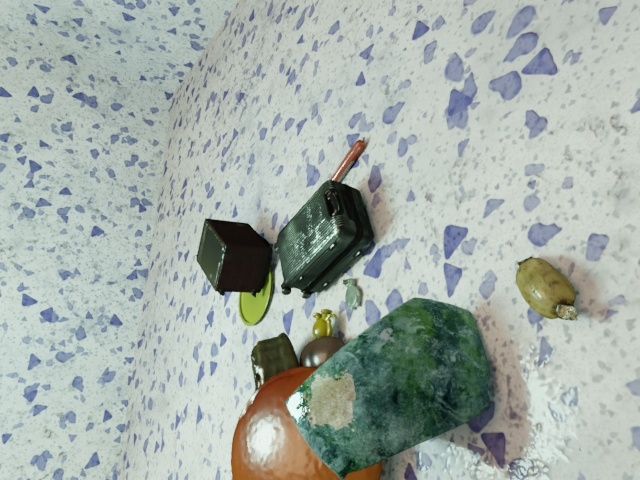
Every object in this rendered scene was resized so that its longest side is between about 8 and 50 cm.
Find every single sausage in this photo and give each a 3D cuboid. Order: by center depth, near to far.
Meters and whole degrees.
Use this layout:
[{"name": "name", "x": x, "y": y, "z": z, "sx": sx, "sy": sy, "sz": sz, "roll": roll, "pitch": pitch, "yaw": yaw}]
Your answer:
[{"name": "sausage", "x": 0.055, "y": -0.191, "z": 1.424, "sx": 0.253, "sy": 0.034, "sz": 0.034, "roll": -54, "pitch": 38, "yaw": 30}]

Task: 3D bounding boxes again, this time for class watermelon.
[{"name": "watermelon", "x": 0.143, "y": 0.279, "z": 0.948, "sx": 0.229, "sy": 0.387, "sz": 0.258, "roll": 57, "pitch": 171, "yaw": 22}]

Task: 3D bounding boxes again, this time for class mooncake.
[{"name": "mooncake", "x": -0.117, "y": 0.363, "z": 1.310, "sx": 0.228, "sy": 0.124, "sz": 0.229, "roll": 168, "pitch": 90, "yaw": -79}]

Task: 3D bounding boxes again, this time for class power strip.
[{"name": "power strip", "x": 0.075, "y": 0.133, "z": 1.260, "sx": 0.055, "sy": 0.035, "sz": 0.083, "roll": -40, "pitch": 48, "yaw": 42}]

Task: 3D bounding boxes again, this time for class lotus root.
[{"name": "lotus root", "x": 0.364, "y": 0.080, "z": 0.814, "sx": 0.072, "sy": 0.063, "sz": 0.152, "roll": -50, "pitch": 35, "yaw": 18}]

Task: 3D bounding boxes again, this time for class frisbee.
[{"name": "frisbee", "x": -0.221, "y": 0.173, "z": 1.709, "sx": 0.236, "sy": 0.017, "sz": 0.236, "roll": -28, "pitch": 55, "yaw": 49}]

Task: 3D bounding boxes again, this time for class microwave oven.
[{"name": "microwave oven", "x": -0.288, "y": 0.053, "z": 1.680, "sx": 0.247, "sy": 0.188, "sz": 0.178, "roll": 40, "pitch": 116, "yaw": 51}]

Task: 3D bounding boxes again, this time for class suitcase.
[{"name": "suitcase", "x": 0.000, "y": 0.000, "z": 1.339, "sx": 0.312, "sy": 0.128, "sz": 0.202, "roll": -47, "pitch": 41, "yaw": 36}]

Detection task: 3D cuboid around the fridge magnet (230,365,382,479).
[{"name": "fridge magnet", "x": -0.034, "y": 0.458, "z": 1.086, "sx": 0.363, "sy": 0.155, "sz": 0.364, "roll": -10, "pitch": 66, "yaw": 24}]

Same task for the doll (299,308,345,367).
[{"name": "doll", "x": 0.015, "y": 0.265, "z": 1.249, "sx": 0.145, "sy": 0.096, "sz": 0.188, "roll": -3, "pitch": 65, "yaw": 51}]
